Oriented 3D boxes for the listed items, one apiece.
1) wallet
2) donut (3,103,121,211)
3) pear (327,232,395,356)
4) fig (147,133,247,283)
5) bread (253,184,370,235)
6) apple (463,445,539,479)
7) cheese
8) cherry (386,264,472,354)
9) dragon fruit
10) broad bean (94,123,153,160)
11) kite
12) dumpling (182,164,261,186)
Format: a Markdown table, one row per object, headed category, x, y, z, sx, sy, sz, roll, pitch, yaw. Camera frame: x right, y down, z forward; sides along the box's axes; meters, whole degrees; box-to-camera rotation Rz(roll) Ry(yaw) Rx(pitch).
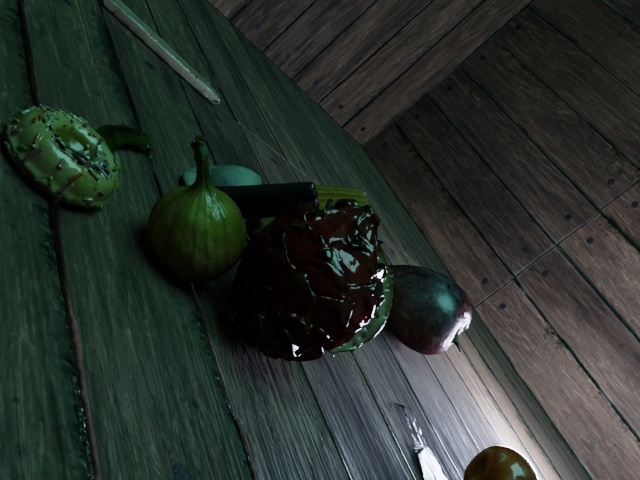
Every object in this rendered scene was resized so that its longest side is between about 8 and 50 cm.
| category | x | y | z | sx | sy | sz | roll | pitch | yaw |
| --- | --- | --- | --- | --- | --- | --- | --- | --- | --- |
| wallet | -0.126 | -0.066 | 1.146 | 0.149 | 0.250 | 0.044 | 70 | 16 | -78 |
| donut | -0.354 | -0.120 | 0.917 | 0.174 | 0.068 | 0.174 | 47 | 14 | -15 |
| pear | 0.000 | 0.085 | 1.284 | 0.267 | 0.267 | 0.178 | 47 | -17 | -10 |
| fig | -0.197 | -0.039 | 0.979 | 0.230 | 0.143 | 0.160 | 70 | -2 | -53 |
| bread | -0.020 | -0.052 | 1.446 | 0.239 | 0.246 | 0.110 | -93 | -175 | -74 |
| apple | 0.373 | 0.505 | 1.341 | 0.139 | 0.163 | 0.163 | 37 | 15 | -4 |
| cheese | -0.425 | -0.517 | 1.780 | 0.400 | 0.034 | 0.085 | 42 | 17 | -30 |
| cherry | 0.275 | 0.179 | 1.757 | 0.300 | 0.203 | 0.230 | 43 | 49 | 13 |
| dragon fruit | -0.008 | 0.064 | 1.057 | 0.244 | 0.299 | 0.244 | 40 | -13 | 12 |
| broad bean | -0.346 | -0.171 | 1.127 | 0.069 | 0.039 | 0.227 | 56 | 14 | 1 |
| kite | 0.209 | 0.424 | 1.339 | 0.127 | 0.016 | 0.229 | 40 | 17 | -45 |
| dumpling | -0.192 | -0.089 | 1.304 | 0.216 | 0.149 | 0.104 | -95 | -179 | -56 |
